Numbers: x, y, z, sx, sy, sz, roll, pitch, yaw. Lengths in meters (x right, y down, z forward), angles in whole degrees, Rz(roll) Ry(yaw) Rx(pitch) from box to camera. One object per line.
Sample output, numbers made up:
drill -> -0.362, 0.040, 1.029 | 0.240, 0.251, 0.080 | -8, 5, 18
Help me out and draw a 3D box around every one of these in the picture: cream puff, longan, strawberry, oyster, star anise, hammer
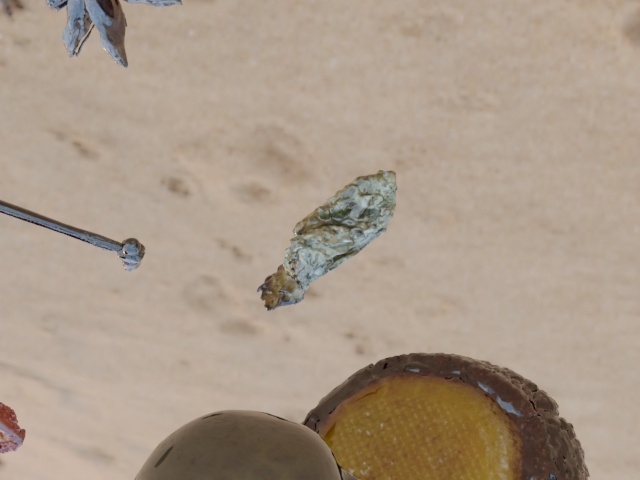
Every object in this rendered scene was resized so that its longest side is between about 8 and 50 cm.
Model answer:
cream puff -> 0.088, 0.204, 1.174 | 0.239, 0.239, 0.165 | -2, 152, 22
longan -> -0.028, 0.121, 0.644 | 0.113, 0.113, 0.092 | 25, 171, -24
strawberry -> -0.388, 0.186, 1.689 | 0.152, 0.048, 0.104 | 27, 110, -8
oyster -> 0.006, -0.005, 1.463 | 0.177, 0.105, 0.056 | -37, 100, 29
star anise -> -0.163, -0.201, 1.177 | 0.141, 0.141, 0.042 | -4, 179, 26
hammer -> -0.254, -0.012, 1.523 | 0.178, 0.021, 0.065 | 18, 162, 4
